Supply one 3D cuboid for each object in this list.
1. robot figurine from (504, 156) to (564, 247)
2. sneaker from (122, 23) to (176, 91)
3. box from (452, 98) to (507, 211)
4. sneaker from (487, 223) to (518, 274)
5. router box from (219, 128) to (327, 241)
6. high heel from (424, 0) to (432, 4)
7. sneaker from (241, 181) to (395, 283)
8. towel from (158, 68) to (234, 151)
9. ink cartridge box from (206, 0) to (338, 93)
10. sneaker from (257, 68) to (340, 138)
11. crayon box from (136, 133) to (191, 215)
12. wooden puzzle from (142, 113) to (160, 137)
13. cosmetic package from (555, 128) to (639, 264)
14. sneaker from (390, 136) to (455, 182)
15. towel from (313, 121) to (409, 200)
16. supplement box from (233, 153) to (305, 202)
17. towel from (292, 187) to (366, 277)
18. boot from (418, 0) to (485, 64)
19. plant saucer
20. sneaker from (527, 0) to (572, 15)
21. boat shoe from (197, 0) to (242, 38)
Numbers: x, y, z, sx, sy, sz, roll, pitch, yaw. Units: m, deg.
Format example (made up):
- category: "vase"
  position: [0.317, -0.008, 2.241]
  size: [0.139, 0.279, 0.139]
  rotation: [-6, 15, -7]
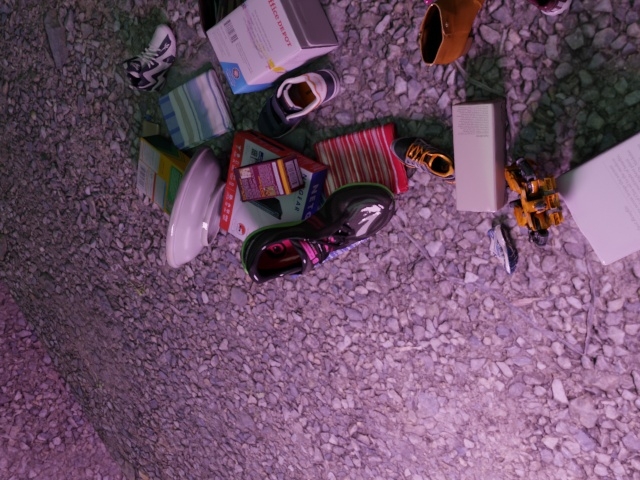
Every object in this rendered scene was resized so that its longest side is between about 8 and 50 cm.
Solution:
- category: "robot figurine"
  position: [0.493, -0.102, 1.550]
  size: [0.085, 0.291, 0.211]
  rotation: [-15, 99, 8]
- category: "sneaker"
  position: [-0.569, -0.592, 2.182]
  size: [0.094, 0.153, 0.235]
  rotation: [41, 124, 14]
- category: "box"
  position: [0.406, -0.215, 1.691]
  size: [0.113, 0.094, 0.275]
  rotation: [6, 110, 33]
- category: "sneaker"
  position: [0.478, 0.025, 1.759]
  size: [0.058, 0.052, 0.135]
  rotation: [-14, 90, 46]
- category: "router box"
  position: [-0.154, -0.131, 2.054]
  size: [0.301, 0.082, 0.335]
  rotation: [29, 122, 25]
- category: "high heel"
  position: [0.202, -0.696, 1.674]
  size: [0.244, 0.082, 0.117]
  rotation: [30, 111, 8]
- category: "sneaker"
  position: [0.000, 0.000, 1.877]
  size: [0.483, 0.202, 0.185]
  rotation: [-27, 118, 13]
- category: "towel"
  position: [-0.418, -0.425, 2.213]
  size: [0.285, 0.034, 0.209]
  rotation: [-15, 96, 37]
- category: "ink cartridge box"
  position: [-0.134, -0.566, 1.869]
  size: [0.270, 0.197, 0.198]
  rotation: [-22, 92, 37]
- category: "sneaker"
  position: [-0.097, -0.397, 1.951]
  size: [0.321, 0.127, 0.126]
  rotation: [-30, 89, 39]
- category: "crayon box"
  position: [-0.503, -0.199, 2.274]
  size: [0.323, 0.083, 0.203]
  rotation: [38, 128, 32]
- category: "wooden puzzle"
  position: [-0.598, -0.384, 2.362]
  size: [0.079, 0.014, 0.116]
  rotation: [24, 118, 21]
- category: "cosmetic package"
  position: [0.769, -0.155, 1.424]
  size: [0.453, 0.161, 0.230]
  rotation: [-32, 86, 37]
- category: "sneaker"
  position: [0.281, -0.222, 1.770]
  size: [0.215, 0.083, 0.084]
  rotation: [26, 101, 21]
- category: "towel"
  position: [0.114, -0.213, 1.912]
  size: [0.275, 0.031, 0.198]
  rotation: [-10, 96, 32]
- category: "supplement box"
  position: [-0.150, -0.179, 1.925]
  size: [0.188, 0.081, 0.104]
  rotation: [-6, 104, 37]
- category: "towel"
  position: [-0.026, -0.045, 2.084]
  size: [0.336, 0.040, 0.243]
  rotation: [-28, 88, 35]
- category: "boot"
  position: [0.312, -0.563, 1.562]
  size: [0.104, 0.211, 0.295]
  rotation: [15, 114, 28]
- category: "plant saucer"
  position: [-0.372, -0.096, 2.106]
  size: [0.101, 0.400, 0.400]
  rotation: [15, 117, 1]
- category: "sneaker"
  position: [0.459, -0.631, 1.469]
  size: [0.106, 0.162, 0.281]
  rotation: [-31, 88, 37]
- category: "boat shoe"
  position: [-0.313, -0.762, 1.965]
  size: [0.132, 0.130, 0.355]
  rotation: [-4, 104, 35]
